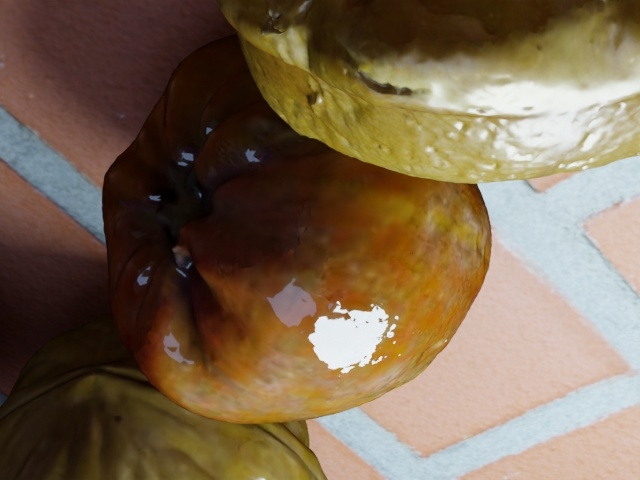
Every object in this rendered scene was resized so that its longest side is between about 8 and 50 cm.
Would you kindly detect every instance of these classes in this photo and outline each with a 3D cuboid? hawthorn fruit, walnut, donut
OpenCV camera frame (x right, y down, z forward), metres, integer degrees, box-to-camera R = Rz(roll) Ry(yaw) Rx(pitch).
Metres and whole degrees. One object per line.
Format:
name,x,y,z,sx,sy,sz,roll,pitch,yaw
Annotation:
hawthorn fruit,0.000,0.000,0.937,0.277,0.277,0.298,-31,145,32
walnut,-0.138,0.250,1.113,0.308,0.354,0.398,-11,134,1
donut,0.099,-0.165,0.739,0.317,0.299,0.150,28,154,27
